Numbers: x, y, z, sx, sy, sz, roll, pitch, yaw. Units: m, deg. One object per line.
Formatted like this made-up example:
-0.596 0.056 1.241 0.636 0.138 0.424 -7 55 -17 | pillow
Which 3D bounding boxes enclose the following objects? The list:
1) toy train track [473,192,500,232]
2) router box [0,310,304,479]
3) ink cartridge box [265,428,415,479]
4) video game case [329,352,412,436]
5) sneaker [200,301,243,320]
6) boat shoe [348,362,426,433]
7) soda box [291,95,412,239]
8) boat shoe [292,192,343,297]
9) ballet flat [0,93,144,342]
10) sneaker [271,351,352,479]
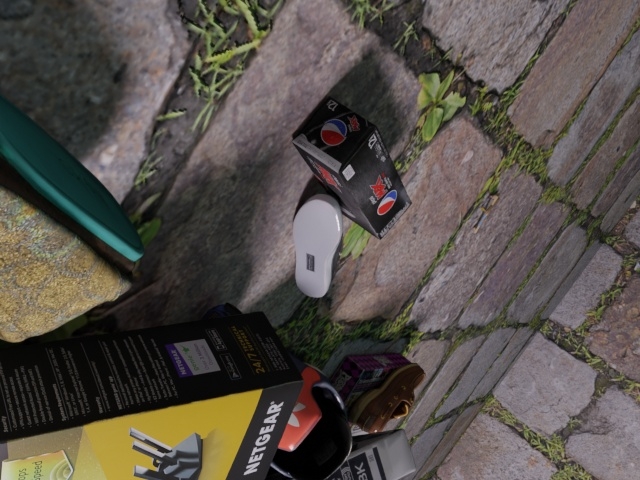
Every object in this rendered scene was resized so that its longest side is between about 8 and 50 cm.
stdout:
0.257 -0.045 1.134 0.048 0.014 0.083 -39 158 -42 | toy train track
-0.171 0.205 0.569 0.242 0.081 0.309 -5 131 -32 | router box
-0.050 0.317 0.894 0.332 0.065 0.165 -11 171 -43 | ink cartridge box
0.044 0.275 1.157 0.210 0.042 0.232 -57 155 9 | video game case
-0.127 0.155 0.667 0.087 0.083 0.221 4 118 -54 | sneaker
0.115 0.250 1.125 0.178 0.060 0.064 -24 141 -47 | boat shoe
0.034 -0.061 0.674 0.053 0.060 0.169 -51 154 -6 | soda box
0.000 0.000 0.723 0.040 0.049 0.142 -57 164 -39 | boat shoe
-0.182 -0.046 0.279 0.123 0.123 0.348 -46 154 -13 | ballet flat
-0.022 0.218 0.843 0.131 0.148 0.350 -49 155 -6 | sneaker
